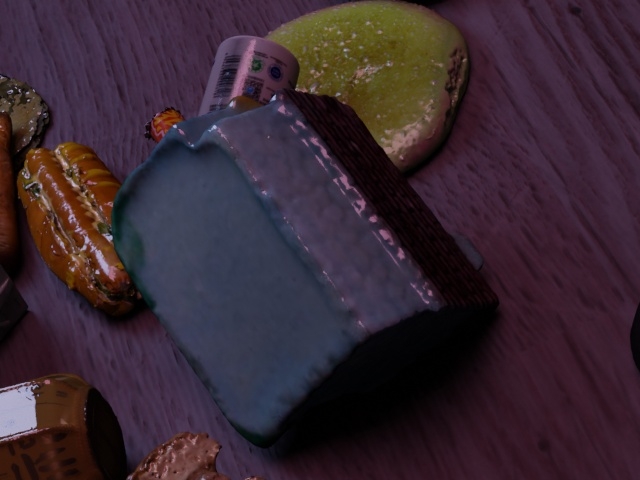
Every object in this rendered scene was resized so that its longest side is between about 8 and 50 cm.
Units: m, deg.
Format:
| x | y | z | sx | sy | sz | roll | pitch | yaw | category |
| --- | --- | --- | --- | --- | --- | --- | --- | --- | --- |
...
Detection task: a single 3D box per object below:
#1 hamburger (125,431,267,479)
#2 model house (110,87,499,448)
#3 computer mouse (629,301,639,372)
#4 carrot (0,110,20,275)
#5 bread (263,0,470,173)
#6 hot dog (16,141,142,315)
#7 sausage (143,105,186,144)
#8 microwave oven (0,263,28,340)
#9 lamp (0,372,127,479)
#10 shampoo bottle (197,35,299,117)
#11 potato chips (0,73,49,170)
| x | y | z | sx | sy | sz | roll | pitch | yaw | category |
| --- | --- | --- | --- | --- | --- | --- | --- | --- | --- |
| -0.140 | 0.285 | 1.332 | 0.124 | 0.131 | 0.262 | 30 | 53 | 0 | hamburger |
| 0.000 | 0.000 | 1.483 | 0.249 | 0.230 | 0.280 | -23 | 72 | -44 | model house |
| 0.390 | 0.039 | 1.375 | 0.269 | 0.100 | 0.170 | -28 | 48 | -5 | computer mouse |
| -0.358 | -0.056 | 1.767 | 0.059 | 0.059 | 0.248 | -15 | 49 | 7 | carrot |
| 0.015 | -0.162 | 1.740 | 0.301 | 0.045 | 0.301 | -11 | 46 | 12 | bread |
| -0.246 | -0.017 | 1.690 | 0.115 | 0.072 | 0.269 | -39 | 48 | -5 | hot dog |
| -0.141 | -0.086 | 1.727 | 0.050 | 0.048 | 0.145 | 0 | 37 | -33 | sausage |
| -0.417 | 0.028 | 1.612 | 0.162 | 0.208 | 0.122 | 18 | 58 | 32 | microwave oven |
| -0.274 | 0.206 | 1.439 | 0.185 | 0.161 | 0.161 | -15 | 46 | 7 | lamp |
| -0.097 | -0.057 | 1.625 | 0.092 | 0.092 | 0.303 | 3 | 64 | 23 | shampoo bottle |
| -0.420 | -0.129 | 1.889 | 0.202 | 0.029 | 0.220 | -29 | 48 | -7 | potato chips |
